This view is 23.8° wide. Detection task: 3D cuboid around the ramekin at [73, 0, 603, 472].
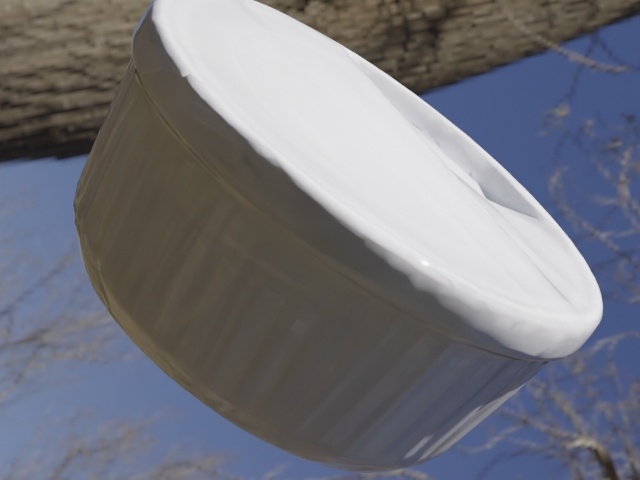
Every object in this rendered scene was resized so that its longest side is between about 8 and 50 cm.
[{"bbox_3d":[0.000,0.000,0.772,0.127,0.273,0.273,-54,-134,19],"label":"ramekin"}]
